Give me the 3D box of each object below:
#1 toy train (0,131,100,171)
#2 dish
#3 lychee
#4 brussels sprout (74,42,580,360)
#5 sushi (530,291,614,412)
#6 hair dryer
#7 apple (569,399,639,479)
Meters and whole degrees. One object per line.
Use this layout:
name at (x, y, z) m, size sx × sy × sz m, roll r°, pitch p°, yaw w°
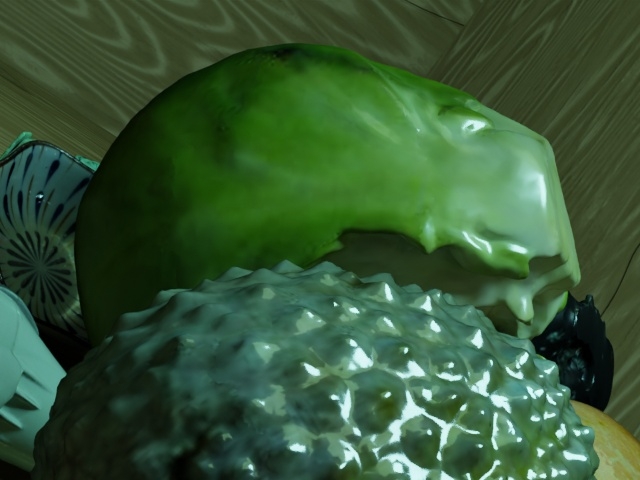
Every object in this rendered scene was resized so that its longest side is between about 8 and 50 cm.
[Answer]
toy train at (-0.178, 0.028, 1.314) m, size 0.301 × 0.120 × 0.202 m, roll 38°, pitch 6°, yaw 7°
dish at (-0.218, 0.017, 1.154) m, size 0.190 × 0.066 × 0.191 m, roll 35°, pitch 39°, yaw -34°
lychee at (-0.003, 0.129, 0.641) m, size 0.255 × 0.274 × 0.255 m, roll 61°, pitch -12°, yaw 24°
brussels sprout at (0.000, 0.000, 1.082) m, size 0.276 × 0.371 × 0.315 m, roll 67°, pitch 8°, yaw -54°
sushi at (0.114, 0.165, 1.447) m, size 0.328 × 0.285 × 0.328 m, roll 16°, pitch -12°, yaw 24°
hair dryer at (-0.208, 0.070, 0.857) m, size 0.229 × 0.092 × 0.267 m, roll 45°, pitch -10°, yaw -24°
apple at (0.176, 0.251, 1.108) m, size 0.253 × 0.253 × 0.253 m, roll 38°, pitch 3°, yaw -2°
